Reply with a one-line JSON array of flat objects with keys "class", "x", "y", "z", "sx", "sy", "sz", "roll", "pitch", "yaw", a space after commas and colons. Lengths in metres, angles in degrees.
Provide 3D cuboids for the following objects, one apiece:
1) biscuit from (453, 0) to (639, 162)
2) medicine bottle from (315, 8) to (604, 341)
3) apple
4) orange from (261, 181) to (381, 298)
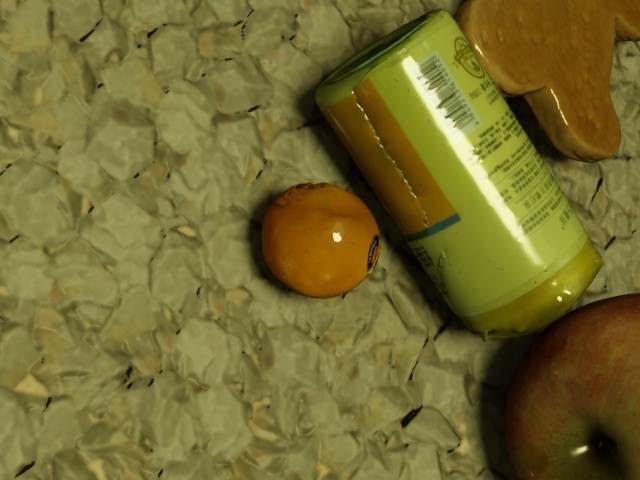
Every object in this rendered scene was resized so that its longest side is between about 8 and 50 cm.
[{"class": "biscuit", "x": 0.205, "y": -0.227, "z": 0.971, "sx": 0.216, "sy": 0.047, "sz": 0.339, "roll": 34, "pitch": 57, "yaw": -31}, {"class": "medicine bottle", "x": 0.102, "y": -0.040, "z": 0.826, "sx": 0.124, "sy": 0.124, "sz": 0.239, "roll": -38, "pitch": 100, "yaw": -33}, {"class": "apple", "x": 0.235, "y": 0.130, "z": 0.834, "sx": 0.174, "sy": 0.188, "sz": 0.188, "roll": -14, "pitch": 87, "yaw": -43}, {"class": "orange", "x": -0.001, "y": 0.000, "z": 0.776, "sx": 0.083, "sy": 0.083, "sz": 0.083, "roll": 8, "pitch": 75, "yaw": -31}]
